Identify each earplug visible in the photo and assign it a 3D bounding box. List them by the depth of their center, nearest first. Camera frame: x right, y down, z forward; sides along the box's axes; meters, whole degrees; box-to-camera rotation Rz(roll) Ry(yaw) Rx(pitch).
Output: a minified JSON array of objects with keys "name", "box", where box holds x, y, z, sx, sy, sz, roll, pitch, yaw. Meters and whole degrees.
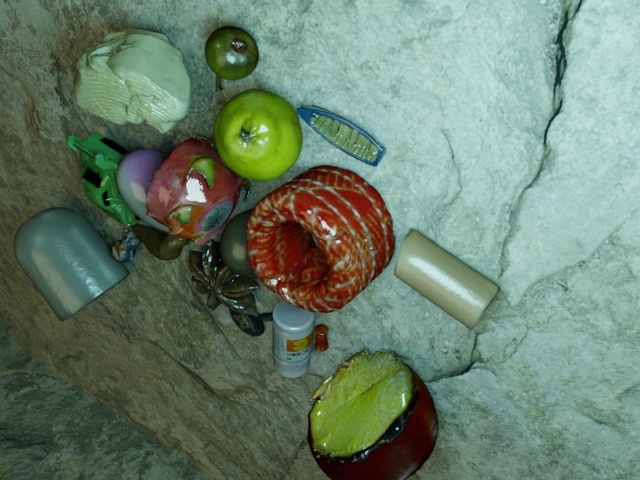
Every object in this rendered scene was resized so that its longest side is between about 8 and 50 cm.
[{"name":"earplug","box":[-0.979,0.067,2.207,0.312,0.312,0.394,-25,101,47]}]

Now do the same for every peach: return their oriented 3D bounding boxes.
[{"name":"peach","box":[0.153,0.515,1.637,0.352,0.339,0.417,5,136,-12]}]

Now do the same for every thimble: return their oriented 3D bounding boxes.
[{"name":"thimble","box":[0.000,0.000,1.411,0.349,0.230,0.351,22,133,26]}]

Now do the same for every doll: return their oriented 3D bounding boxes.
[{"name":"doll","box":[-0.726,0.027,2.130,0.152,0.085,0.114,-38,72,39]}]

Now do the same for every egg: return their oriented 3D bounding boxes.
[{"name":"egg","box":[-0.492,-0.148,1.718,0.196,0.196,0.271,2,135,38]}]

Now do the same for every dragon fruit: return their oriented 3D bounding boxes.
[{"name":"dragon fruit","box":[-0.327,-0.123,1.539,0.189,0.290,0.291,34,138,11]}]

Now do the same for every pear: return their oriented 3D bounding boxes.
[{"name":"pear","box":[-0.143,-0.243,1.323,0.212,0.269,0.213,1,101,3]}]

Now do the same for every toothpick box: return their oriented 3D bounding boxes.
[{"name":"toothpick box","box":[0.004,0.304,1.788,0.047,0.047,0.083,22,133,24]}]

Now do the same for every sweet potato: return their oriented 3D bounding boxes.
[{"name":"sweet potato","box":[-0.534,0.008,1.949,0.309,0.098,0.124,7,104,38]}]

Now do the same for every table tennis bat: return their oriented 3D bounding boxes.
[{"name":"table tennis bat","box":[-0.232,0.270,1.971,0.236,0.027,0.150,-13,113,47]}]

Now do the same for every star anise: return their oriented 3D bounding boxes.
[{"name":"star anise","box":[-0.317,0.142,1.875,0.315,0.108,0.316,20,134,22]}]

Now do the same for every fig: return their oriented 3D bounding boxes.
[{"name":"fig","box":[-0.222,-0.422,1.364,0.124,0.124,0.236,50,162,-6]}]

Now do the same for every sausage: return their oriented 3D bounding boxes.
[{"name":"sausage","box":[0.283,0.088,1.333,0.252,0.123,0.123,35,138,12]}]

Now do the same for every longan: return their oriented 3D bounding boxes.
[{"name":"longan","box":[-0.188,0.011,1.603,0.197,0.198,0.212,19,157,26]}]

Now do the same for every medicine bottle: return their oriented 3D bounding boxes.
[{"name":"medicine bottle","box":[-0.089,0.311,1.804,0.133,0.133,0.250,26,135,21]}]

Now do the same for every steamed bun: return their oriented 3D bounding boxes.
[{"name":"steamed bun","box":[-0.473,-0.422,1.477,0.289,0.204,0.276,-14,138,45]}]

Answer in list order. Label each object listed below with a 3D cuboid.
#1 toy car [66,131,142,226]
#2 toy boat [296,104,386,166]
[{"name":"toy car","box":[-0.683,-0.196,1.844,0.213,0.176,0.359,32,138,16]},{"name":"toy boat","box":[0.048,-0.250,1.305,0.228,0.046,0.080,33,138,14]}]
